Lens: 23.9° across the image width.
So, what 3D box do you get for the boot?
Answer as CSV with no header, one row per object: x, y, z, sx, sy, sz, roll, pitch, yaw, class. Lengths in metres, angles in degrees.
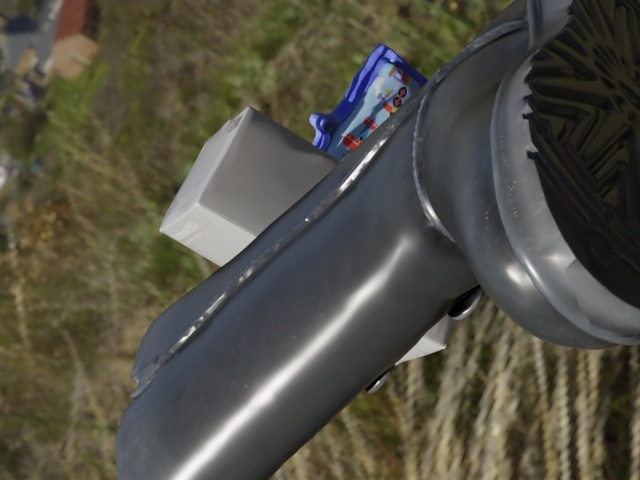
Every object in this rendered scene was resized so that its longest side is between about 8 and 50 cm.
0.019,0.050,0.916,0.445,0.146,0.367,-39,13,28,boot

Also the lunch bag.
0.076,-0.092,1.835,0.138,0.293,0.221,33,90,42,lunch bag

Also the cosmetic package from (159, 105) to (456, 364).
0.000,0.000,1.248,0.107,0.238,0.127,-66,12,-18,cosmetic package
